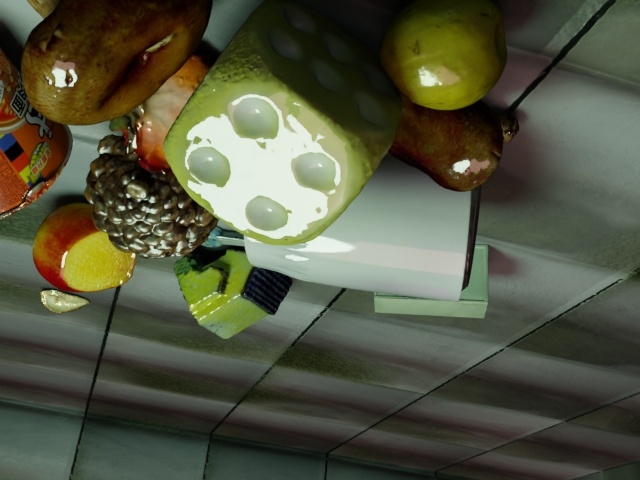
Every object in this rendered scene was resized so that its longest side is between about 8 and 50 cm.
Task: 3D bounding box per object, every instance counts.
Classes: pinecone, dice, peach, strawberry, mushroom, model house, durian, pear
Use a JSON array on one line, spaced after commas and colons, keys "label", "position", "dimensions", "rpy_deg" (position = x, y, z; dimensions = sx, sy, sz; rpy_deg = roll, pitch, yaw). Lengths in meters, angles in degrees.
[{"label": "pinecone", "position": [-0.268, -0.076, 1.331], "dimensions": [0.224, 0.224, 0.272], "rpy_deg": [4, 175, 3]}, {"label": "dice", "position": [-0.049, -0.153, 1.057], "dimensions": [0.238, 0.227, 0.233], "rpy_deg": [34, 126, -12]}, {"label": "peach", "position": [-0.467, 0.020, 1.595], "dimensions": [0.192, 0.190, 0.190], "rpy_deg": [26, 152, 2]}, {"label": "strawberry", "position": [-0.207, -0.194, 1.212], "dimensions": [0.236, 0.190, 0.111], "rpy_deg": [15, -166, -40]}, {"label": "mushroom", "position": [-0.257, -0.270, 0.977], "dimensions": [0.267, 0.254, 0.267], "rpy_deg": [-24, 149, -16]}, {"label": "model house", "position": [-0.179, 0.081, 1.727], "dimensions": [0.211, 0.170, 0.194], "rpy_deg": [-28, 152, 7]}, {"label": "durian", "position": [-0.664, 0.154, 2.065], "dimensions": [0.130, 0.052, 0.066], "rpy_deg": [17, 112, -26]}, {"label": "pear", "position": [0.157, -0.239, 1.017], "dimensions": [0.162, 0.149, 0.149], "rpy_deg": [-13, 147, 24]}, {"label": "mushroom", "position": [0.205, -0.170, 1.179], "dimensions": [0.217, 0.227, 0.148], "rpy_deg": [-15, 141, -47]}]

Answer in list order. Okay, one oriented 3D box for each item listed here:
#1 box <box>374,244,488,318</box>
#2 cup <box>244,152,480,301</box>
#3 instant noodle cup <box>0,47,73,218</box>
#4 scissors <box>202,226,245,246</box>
[{"label": "box", "position": [0.224, 0.080, 1.626], "dimensions": [0.225, 0.130, 0.086], "rpy_deg": [3, 153, 6]}, {"label": "cup", "position": [0.076, -0.040, 1.299], "dimensions": [0.371, 0.253, 0.253], "rpy_deg": [5, 152, 6]}, {"label": "instant noodle cup", "position": [-0.527, -0.175, 1.192], "dimensions": [0.250, 0.250, 0.192], "rpy_deg": [0, 144, 12]}, {"label": "scissors", "position": [-0.232, -0.008, 1.659], "dimensions": [0.256, 0.030, 0.125], "rpy_deg": [6, 156, -1]}]
